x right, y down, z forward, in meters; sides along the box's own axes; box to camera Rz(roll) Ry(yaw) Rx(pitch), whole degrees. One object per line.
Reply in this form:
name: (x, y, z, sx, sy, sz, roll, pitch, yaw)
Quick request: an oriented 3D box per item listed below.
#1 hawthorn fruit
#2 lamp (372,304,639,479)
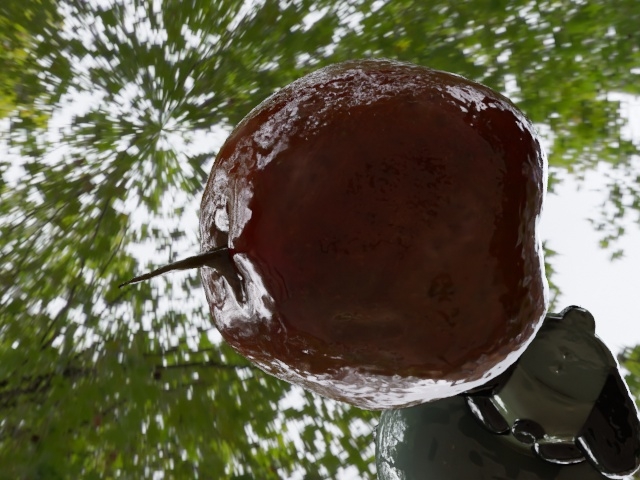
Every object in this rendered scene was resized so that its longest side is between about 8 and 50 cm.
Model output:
hawthorn fruit: (0.011, -0.006, 0.434, 0.140, 0.125, 0.125, 14, -87, -5)
lamp: (0.143, 0.154, 0.953, 0.197, 0.244, 0.198, 5, -122, -7)
